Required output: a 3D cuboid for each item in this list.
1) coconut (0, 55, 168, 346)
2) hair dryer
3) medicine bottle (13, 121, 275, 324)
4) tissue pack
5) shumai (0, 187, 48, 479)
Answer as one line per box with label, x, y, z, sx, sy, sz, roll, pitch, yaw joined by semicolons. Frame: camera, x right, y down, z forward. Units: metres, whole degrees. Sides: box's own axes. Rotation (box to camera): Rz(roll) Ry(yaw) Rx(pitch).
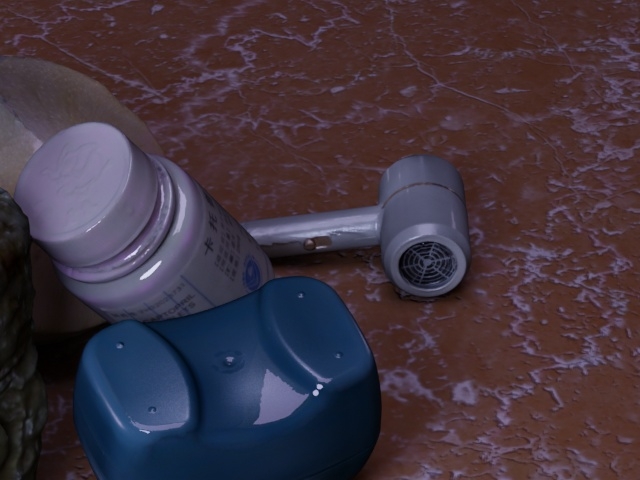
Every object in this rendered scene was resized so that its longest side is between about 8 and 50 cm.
coconut;-0.328;-0.043;1.915;0.352;0.353;0.353;-1;33;1
hair dryer;0.000;0.000;2.043;0.357;0.108;0.173;-8;32;6
medicine bottle;-0.177;0.007;1.730;0.170;0.293;0.170;-13;58;22
tissue pack;-0.090;0.176;1.672;0.287;0.206;0.198;-17;45;-20
shumai;-0.397;0.147;1.606;0.395;0.348;0.395;-21;23;9
